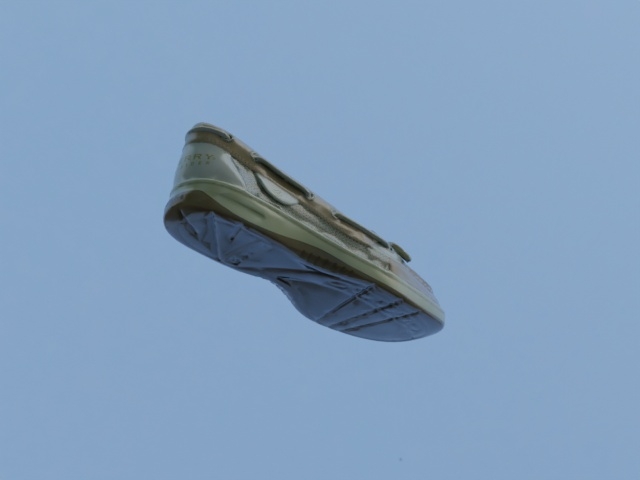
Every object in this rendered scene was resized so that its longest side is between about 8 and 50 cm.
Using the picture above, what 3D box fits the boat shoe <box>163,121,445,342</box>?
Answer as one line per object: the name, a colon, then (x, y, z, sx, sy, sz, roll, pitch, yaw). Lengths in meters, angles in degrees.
boat shoe: (-0.002, 0.000, 0.703, 0.153, 0.056, 0.048, 27, -123, -30)
